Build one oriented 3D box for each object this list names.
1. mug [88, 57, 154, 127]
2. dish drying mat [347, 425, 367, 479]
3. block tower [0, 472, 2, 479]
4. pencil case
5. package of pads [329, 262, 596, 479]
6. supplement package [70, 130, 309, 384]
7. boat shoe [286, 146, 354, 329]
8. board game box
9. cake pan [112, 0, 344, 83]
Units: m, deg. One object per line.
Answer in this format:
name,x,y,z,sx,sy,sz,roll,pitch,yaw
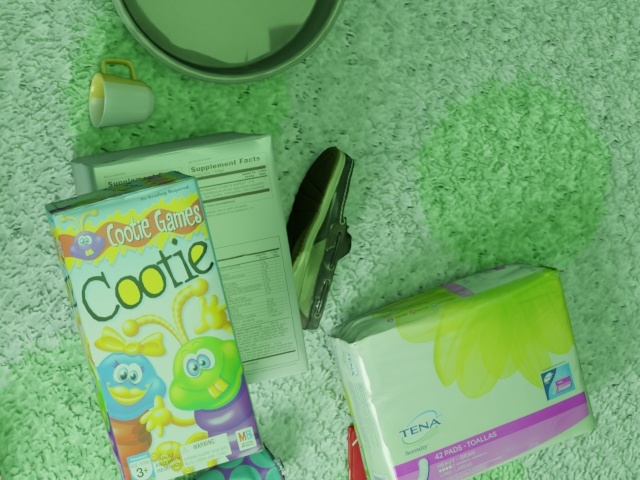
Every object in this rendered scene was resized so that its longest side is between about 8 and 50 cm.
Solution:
mug,-0.224,-0.166,1.630,0.064,0.062,0.078,0,102,-25
dish drying mat,0.050,0.272,1.782,0.032,0.008,0.083,-3,96,-18
block tower,-0.411,0.405,1.607,0.091,0.097,0.336,1,94,-18
pencil case,-0.114,0.302,1.704,0.151,0.064,0.070,-31,78,-12
package of pads,0.175,0.166,1.758,0.296,0.101,0.229,-19,102,-17
supplement package,-0.149,0.024,1.595,0.198,0.199,0.263,-11,98,-15
boat shoe,0.000,0.001,1.708,0.073,0.080,0.224,17,95,-23
board game box,-0.167,0.083,1.416,0.142,0.144,0.275,-15,99,-12
cake pan,-0.110,-0.328,1.652,0.293,0.054,0.293,-2,96,-17
